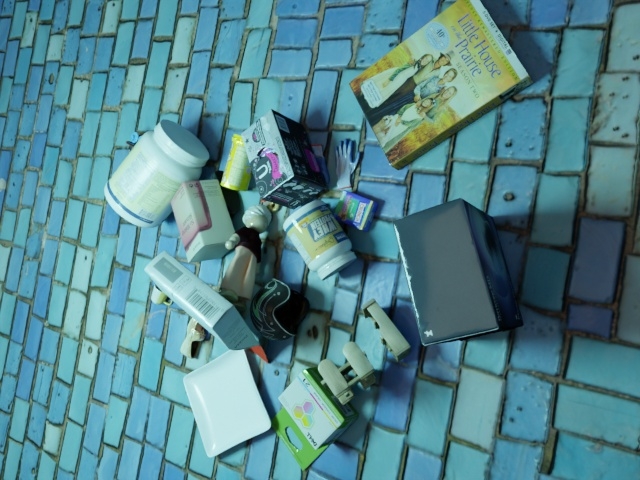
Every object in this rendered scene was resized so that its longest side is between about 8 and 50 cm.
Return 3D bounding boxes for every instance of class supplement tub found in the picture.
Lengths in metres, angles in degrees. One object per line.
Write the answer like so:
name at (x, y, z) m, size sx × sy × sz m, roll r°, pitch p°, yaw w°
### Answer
supplement tub at (0.000, 0.000, 1.601) m, size 0.144 × 0.144 × 0.199 m, roll -37°, pitch 81°, yaw 22°
supplement tub at (-0.559, -0.228, 1.917) m, size 0.325 × 0.235 × 0.235 m, roll -46°, pitch 64°, yaw 17°

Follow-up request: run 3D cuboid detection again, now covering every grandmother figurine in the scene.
grandmother figurine at (-0.224, 0.043, 1.714) m, size 0.104 × 0.208 × 0.342 m, roll 8°, pitch 62°, yaw 11°

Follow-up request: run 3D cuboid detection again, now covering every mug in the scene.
mug at (-0.565, 0.197, 1.971) m, size 0.078 × 0.062 × 0.064 m, roll 43°, pitch 113°, yaw 34°

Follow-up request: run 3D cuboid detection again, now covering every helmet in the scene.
helmet at (-0.129, 0.212, 1.653) m, size 0.169 × 0.169 × 0.161 m, roll 25°, pitch 80°, yaw 30°

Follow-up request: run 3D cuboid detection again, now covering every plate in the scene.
plate at (-0.295, 0.512, 1.781) m, size 0.277 × 0.045 × 0.278 m, roll -33°, pitch 69°, yaw 23°

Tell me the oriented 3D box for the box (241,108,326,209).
box at (-0.116, -0.241, 1.683) m, size 0.142 × 0.163 × 0.247 m, roll -34°, pitch 63°, yaw 28°

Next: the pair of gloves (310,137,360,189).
pair of gloves at (0.032, -0.227, 1.693) m, size 0.198 × 0.023 × 0.159 m, roll -3°, pitch 82°, yaw 31°

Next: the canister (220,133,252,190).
canister at (-0.258, -0.249, 1.805) m, size 0.073 × 0.126 × 0.169 m, roll 18°, pitch 96°, yaw 12°

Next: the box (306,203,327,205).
box at (-0.013, -0.071, 1.702) m, size 0.067 × 0.018 × 0.083 m, roll 1°, pitch 85°, yaw 30°

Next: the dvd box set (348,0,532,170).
dvd box set at (0.313, -0.433, 1.531) m, size 0.420 × 0.062 × 0.307 m, roll -31°, pitch 70°, yaw 24°

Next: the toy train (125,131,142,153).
toy train at (-0.653, -0.336, 2.078) m, size 0.184 × 0.080 × 0.105 m, roll 27°, pitch 104°, yaw 30°

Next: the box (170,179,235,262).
box at (-0.385, -0.064, 1.827) m, size 0.148 × 0.127 × 0.232 m, roll -40°, pitch 65°, yaw 49°

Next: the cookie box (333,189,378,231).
cookie box at (0.101, -0.087, 1.624) m, size 0.107 × 0.040 × 0.091 m, roll 24°, pitch 95°, yaw 30°

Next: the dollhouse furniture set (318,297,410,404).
dollhouse furniture set at (0.095, 0.298, 1.489) m, size 0.242 × 0.212 × 0.161 m, roll -34°, pitch 67°, yaw -6°

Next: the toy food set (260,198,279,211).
toy food set at (-0.156, -0.137, 1.793) m, size 0.083 × 0.020 × 0.083 m, roll 25°, pitch 97°, yaw 30°

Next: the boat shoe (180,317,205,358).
boat shoe at (-0.415, 0.320, 1.869) m, size 0.059 × 0.063 × 0.170 m, roll 30°, pitch 108°, yaw 27°

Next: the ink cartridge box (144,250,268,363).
ink cartridge box at (-0.328, 0.231, 1.649) m, size 0.308 × 0.385 × 0.091 m, roll 32°, pitch 66°, yaw 29°

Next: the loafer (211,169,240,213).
loafer at (-0.320, -0.155, 1.877) m, size 0.061 × 0.062 × 0.170 m, roll -49°, pitch 57°, yaw 42°

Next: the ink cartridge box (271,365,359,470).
ink cartridge box at (-0.045, 0.520, 1.603) m, size 0.255 × 0.097 × 0.189 m, roll -50°, pitch 63°, yaw 15°

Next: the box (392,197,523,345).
box at (0.334, 0.083, 1.320) m, size 0.183 × 0.294 × 0.296 m, roll -19°, pitch 75°, yaw 27°
